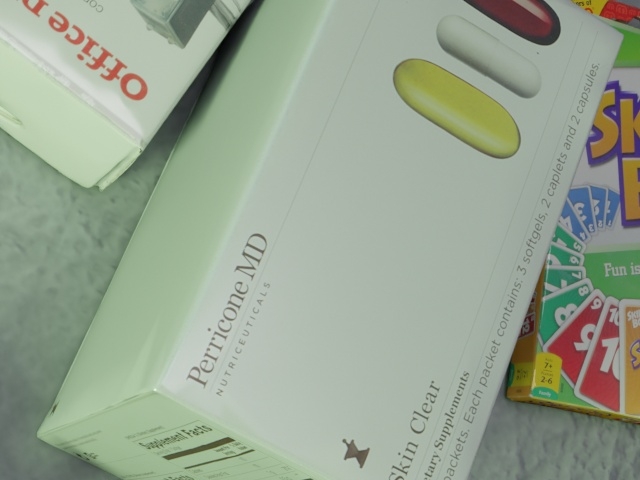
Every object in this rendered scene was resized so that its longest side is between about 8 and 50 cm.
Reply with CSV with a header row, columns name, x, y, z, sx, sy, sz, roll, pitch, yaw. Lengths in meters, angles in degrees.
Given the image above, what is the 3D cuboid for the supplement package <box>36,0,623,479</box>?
name,x,y,z,sx,sy,sz,roll,pitch,yaw
supplement package,0.000,0.000,0.723,0.145,0.204,0.262,28,68,-16

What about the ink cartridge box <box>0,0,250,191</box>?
name,x,y,z,sx,sy,sz,roll,pitch,yaw
ink cartridge box,-0.110,-0.160,0.774,0.158,0.092,0.218,37,67,-12

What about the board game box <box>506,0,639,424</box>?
name,x,y,z,sx,sy,sz,roll,pitch,yaw
board game box,0.186,-0.022,0.899,0.124,0.039,0.259,13,75,-23
